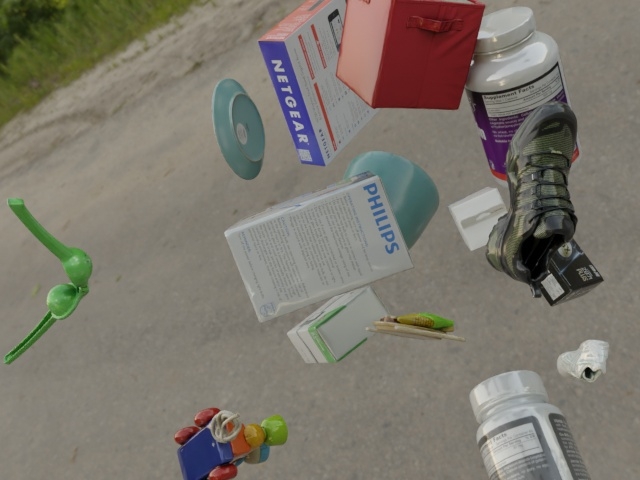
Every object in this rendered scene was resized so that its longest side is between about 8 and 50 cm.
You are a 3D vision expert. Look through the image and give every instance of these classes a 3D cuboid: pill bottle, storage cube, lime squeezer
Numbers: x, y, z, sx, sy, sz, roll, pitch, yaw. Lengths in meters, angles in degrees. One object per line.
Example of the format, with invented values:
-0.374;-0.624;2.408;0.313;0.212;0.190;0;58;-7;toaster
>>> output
0.462;0.482;1.490;0.204;0.204;0.361;-30;50;22;pill bottle
0.380;-0.268;1.312;0.181;0.323;0.181;-19;31;12;pill bottle
0.154;-0.358;1.242;0.215;0.184;0.193;-124;36;-51;storage cube
-0.376;0.069;0.952;0.059;0.110;0.310;47;134;29;lime squeezer

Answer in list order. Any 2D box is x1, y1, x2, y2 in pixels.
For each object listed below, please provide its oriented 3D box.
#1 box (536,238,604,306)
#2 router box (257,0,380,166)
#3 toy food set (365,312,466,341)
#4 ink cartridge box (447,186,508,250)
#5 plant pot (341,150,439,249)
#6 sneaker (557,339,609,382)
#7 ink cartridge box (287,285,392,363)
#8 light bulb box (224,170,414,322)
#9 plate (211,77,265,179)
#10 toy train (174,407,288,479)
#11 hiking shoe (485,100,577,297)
0.592;0.060;1.711;0.180;0.147;0.077;61;139;24;box
0.018;-0.401;1.651;0.082;0.335;0.301;12;46;36;router box
0.152;0.139;1.132;0.192;0.132;0.038;149;132;-75;toy food set
0.303;-0.042;1.295;0.092;0.090;0.143;-25;2;10;ink cartridge box
0.162;-0.069;1.955;0.293;0.293;0.235;-7;42;43;plant pot
0.475;0.231;1.252;0.152;0.054;0.061;104;176;-62;sneaker
0.047;0.250;1.984;0.211;0.121;0.289;-35;2;-22;ink cartridge box
0.000;0.000;1.634;0.361;0.225;0.358;-21;7;3;light bulb box
-0.139;-0.204;1.243;0.024;0.188;0.188;-9;45;21;plate
-0.108;0.291;1.013;0.248;0.143;0.105;-46;56;45;toy train
0.274;-0.048;0.817;0.114;0.086;0.227;-126;40;-61;hiking shoe
